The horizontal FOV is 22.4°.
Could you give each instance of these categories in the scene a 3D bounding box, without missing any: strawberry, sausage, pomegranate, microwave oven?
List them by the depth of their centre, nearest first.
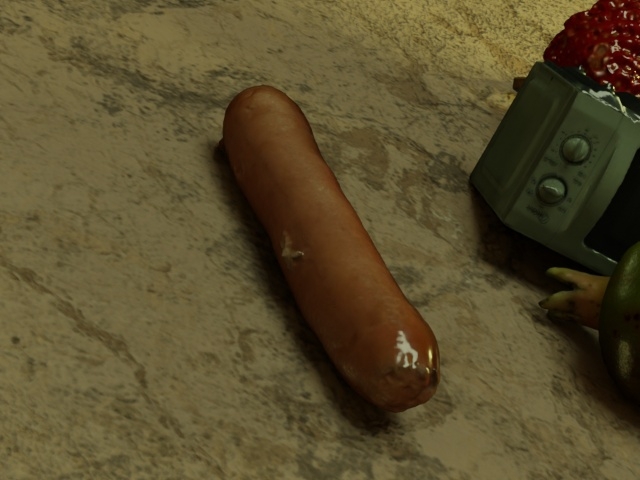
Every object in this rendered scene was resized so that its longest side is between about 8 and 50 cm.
[{"bbox_3d":[0.000,0.000,1.440,0.094,0.094,0.419,-13,44,-16],"label":"sausage"},{"bbox_3d":[0.340,0.070,1.589,0.246,0.198,0.198,22,25,8],"label":"pomegranate"},{"bbox_3d":[0.345,-0.056,1.759,0.295,0.181,0.237,26,13,-12],"label":"microwave oven"},{"bbox_3d":[0.395,-0.161,1.998,0.261,0.261,0.258,15,24,-31],"label":"strawberry"}]

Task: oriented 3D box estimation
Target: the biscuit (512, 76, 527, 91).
[{"bbox_3d":[0.336,-0.204,2.170,0.175,0.026,0.124,-1,2,-37],"label":"biscuit"}]
